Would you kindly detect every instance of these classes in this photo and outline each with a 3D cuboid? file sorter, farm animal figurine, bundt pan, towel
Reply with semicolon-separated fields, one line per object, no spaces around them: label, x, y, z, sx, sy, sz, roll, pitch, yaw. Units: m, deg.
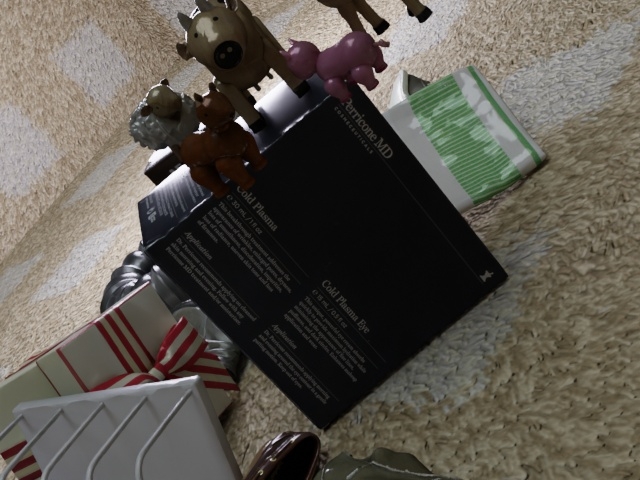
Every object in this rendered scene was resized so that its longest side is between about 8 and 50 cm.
file sorter;-0.260;0.305;1.192;0.278;0.192;0.173;-12;20;23
farm animal figurine;-0.074;-0.226;1.117;0.330;0.172;0.327;-45;25;-9
bundt pan;-0.293;0.069;1.905;0.331;0.124;0.330;-35;24;18
towel;0.136;-0.117;1.462;0.325;0.038;0.247;-27;50;-1

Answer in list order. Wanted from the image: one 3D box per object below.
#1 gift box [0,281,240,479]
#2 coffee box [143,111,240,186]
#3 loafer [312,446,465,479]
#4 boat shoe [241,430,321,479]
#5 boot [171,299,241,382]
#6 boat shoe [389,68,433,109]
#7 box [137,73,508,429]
gift box;-0.285;0.240;1.428;0.258;0.276;0.255;-31;11;33
coffee box;-0.126;-0.075;1.662;0.168;0.297;0.119;-33;24;21
loafer;0.073;0.248;1.013;0.251;0.094;0.087;-11;42;52
boat shoe;-0.065;0.306;1.162;0.073;0.073;0.207;-22;30;44
boot;-0.201;0.178;1.619;0.247;0.083;0.161;-18;38;47
boat shoe;0.173;-0.221;1.715;0.305;0.091;0.109;-93;13;-68
box;0.000;0.000;1.261;0.312;0.343;0.179;-39;24;4
